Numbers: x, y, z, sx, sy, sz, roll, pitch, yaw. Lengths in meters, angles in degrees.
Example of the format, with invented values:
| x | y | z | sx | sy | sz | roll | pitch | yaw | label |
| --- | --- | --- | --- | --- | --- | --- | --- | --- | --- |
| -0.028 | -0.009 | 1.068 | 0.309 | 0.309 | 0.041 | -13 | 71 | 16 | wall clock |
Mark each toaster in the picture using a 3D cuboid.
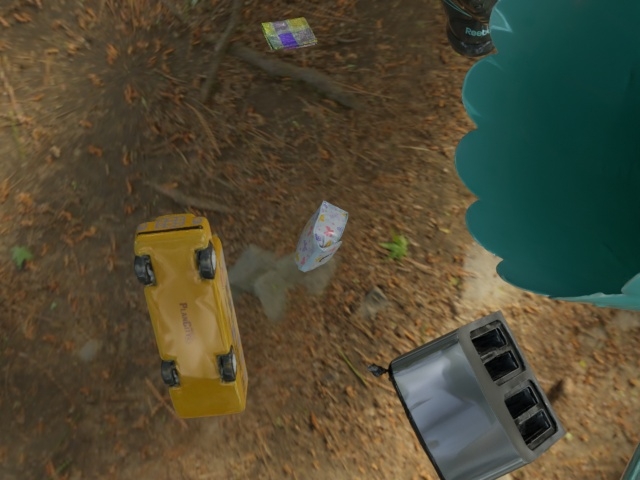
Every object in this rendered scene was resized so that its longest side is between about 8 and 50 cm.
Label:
| x | y | z | sx | sy | sz | roll | pitch | yaw | label |
| --- | --- | --- | --- | --- | --- | --- | --- | --- | --- |
| 0.171 | 0.178 | 1.081 | 0.110 | 0.185 | 0.168 | -34 | 77 | 31 | toaster |

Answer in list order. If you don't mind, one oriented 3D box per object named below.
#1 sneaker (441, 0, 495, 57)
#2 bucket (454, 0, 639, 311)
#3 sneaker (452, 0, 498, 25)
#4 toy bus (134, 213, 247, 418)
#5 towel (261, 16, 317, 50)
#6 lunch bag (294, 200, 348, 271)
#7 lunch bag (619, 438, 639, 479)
| x | y | z | sx | sy | sz | roll | pitch | yaw | label |
| --- | --- | --- | --- | --- | --- | --- | --- | --- | --- |
| 0.220 | -0.407 | 1.504 | 0.101 | 0.267 | 0.106 | -14 | 143 | -3 | sneaker |
| 0.239 | -0.073 | 0.635 | 0.183 | 0.281 | 0.281 | 15 | 97 | -27 | bucket |
| 0.138 | -0.295 | 0.848 | 0.125 | 0.341 | 0.140 | 44 | 98 | 15 | sneaker |
| -0.184 | 0.110 | 1.424 | 0.108 | 0.130 | 0.333 | -6 | 119 | 4 | toy bus |
| -0.052 | -0.343 | 1.605 | 0.083 | 0.009 | 0.060 | -13 | 65 | -22 | towel |
| 0.000 | 0.000 | 1.367 | 0.053 | 0.071 | 0.083 | 28 | 49 | -8 | lunch bag |
| 0.371 | 0.240 | 0.752 | 0.279 | 0.108 | 0.224 | 25 | 51 | 20 | lunch bag |
